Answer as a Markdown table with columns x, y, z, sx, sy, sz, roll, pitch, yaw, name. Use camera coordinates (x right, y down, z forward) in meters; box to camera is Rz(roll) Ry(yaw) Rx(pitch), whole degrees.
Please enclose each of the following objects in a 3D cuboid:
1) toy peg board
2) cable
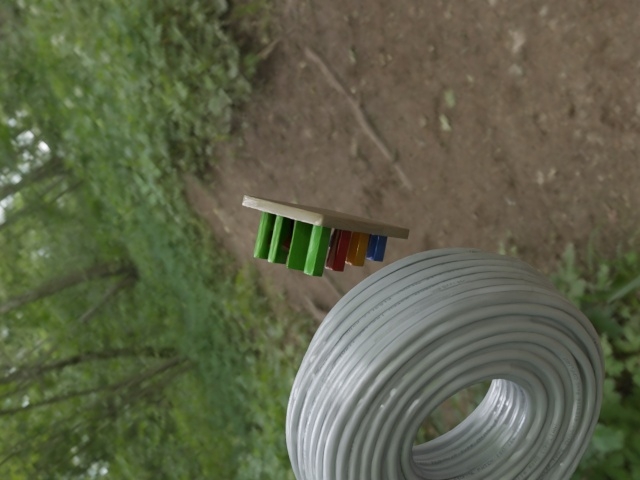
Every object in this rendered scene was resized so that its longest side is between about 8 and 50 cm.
| x | y | z | sx | sy | sz | roll | pitch | yaw | name |
| --- | --- | --- | --- | --- | --- | --- | --- | --- | --- |
| 0.000 | 0.000 | 1.137 | 0.161 | 0.079 | 0.161 | 8 | -174 | -43 | toy peg board |
| 0.099 | 0.133 | 0.672 | 0.257 | 0.257 | 0.089 | 24 | -166 | -33 | cable |
